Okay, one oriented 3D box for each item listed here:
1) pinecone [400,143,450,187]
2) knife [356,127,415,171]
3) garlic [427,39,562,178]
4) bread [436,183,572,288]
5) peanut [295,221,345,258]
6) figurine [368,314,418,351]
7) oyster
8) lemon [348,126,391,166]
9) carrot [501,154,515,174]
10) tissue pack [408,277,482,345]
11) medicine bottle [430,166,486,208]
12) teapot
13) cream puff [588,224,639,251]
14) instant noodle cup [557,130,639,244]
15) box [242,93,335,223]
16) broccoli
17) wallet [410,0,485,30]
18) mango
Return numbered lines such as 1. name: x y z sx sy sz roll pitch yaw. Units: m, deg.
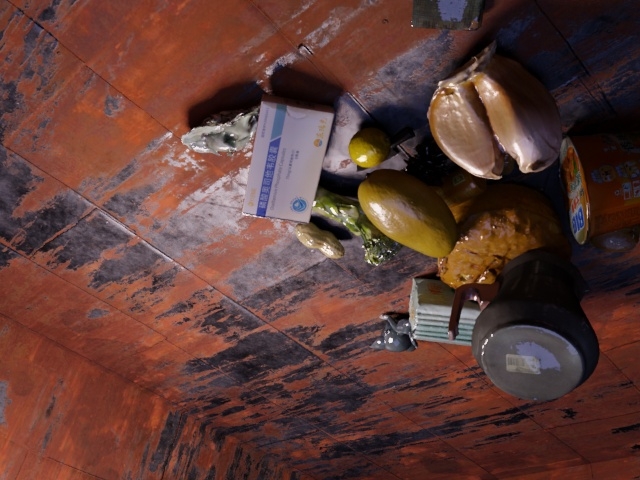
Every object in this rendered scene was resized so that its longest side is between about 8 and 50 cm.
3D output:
1. pinecone: 0.294 -0.206 1.724 0.140 0.140 0.120 12 98 -2
2. knife: 0.183 -0.249 1.777 0.060 0.028 0.230 26 140 -35
3. garlic: 0.422 -0.297 1.509 0.286 0.249 0.313 -35 98 10
4. bread: 0.530 0.015 1.860 0.398 0.215 0.398 6 140 5
5. peanut: 0.000 0.000 2.049 0.187 0.082 0.082 27 136 -17
6. figurine: 0.324 0.349 2.342 0.193 0.140 0.265 6 166 -22
7. oyster: -0.279 -0.311 1.750 0.199 0.087 0.252 15 145 -15
8. lemon: 0.136 -0.256 1.709 0.109 0.109 0.133 36 140 -27
9. carrot: 0.499 -0.277 1.666 0.049 0.049 0.254 -2 133 14
10. tissue pack: 0.497 0.245 2.068 0.388 0.287 0.162 7 103 4
11. medicine bottle: 0.374 -0.142 1.799 0.192 0.096 0.096 -28 126 36
12. teapot: 0.534 0.208 1.649 0.376 0.362 0.305 1 120 23
13. cream puff: 0.849 -0.041 1.802 0.150 0.115 0.165 -8 145 30
14. instant noodle cup: 0.752 -0.148 1.591 0.214 0.296 0.296 -9 136 10
15. box: -0.094 -0.219 1.729 0.200 0.065 0.343 8 119 -11
16. broccoli: 0.103 -0.087 1.870 0.361 0.221 0.252 30 167 -17
17. wallet: 0.283 -0.603 1.332 0.169 0.044 0.317 5 138 8
18. mango: 0.248 -0.075 1.687 0.332 0.142 0.195 31 146 -11
